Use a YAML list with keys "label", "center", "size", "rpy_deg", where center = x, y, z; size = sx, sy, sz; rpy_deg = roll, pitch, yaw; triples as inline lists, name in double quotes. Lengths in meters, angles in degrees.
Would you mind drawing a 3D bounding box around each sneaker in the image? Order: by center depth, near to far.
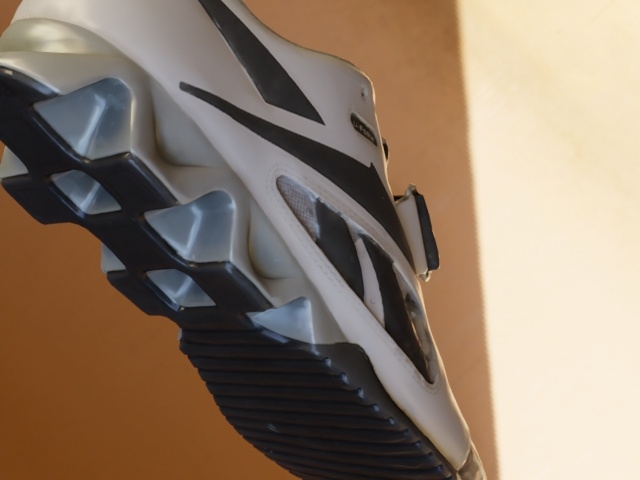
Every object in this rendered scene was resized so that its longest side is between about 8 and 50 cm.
- label: "sneaker"
  center: [0.000, 0.000, 0.539]
  size: [0.122, 0.146, 0.330]
  rpy_deg: [-1, 136, 41]
